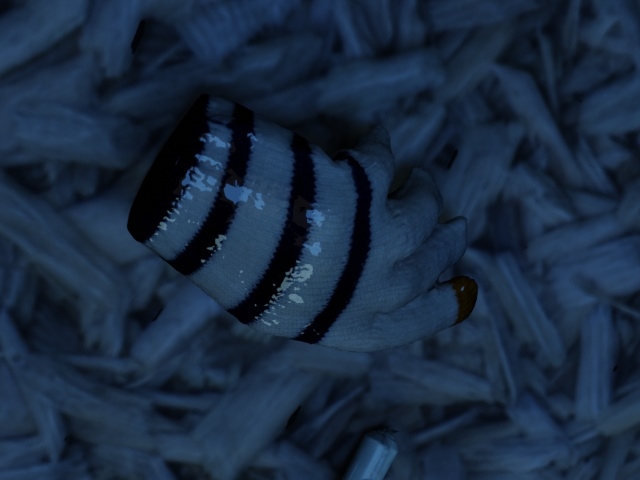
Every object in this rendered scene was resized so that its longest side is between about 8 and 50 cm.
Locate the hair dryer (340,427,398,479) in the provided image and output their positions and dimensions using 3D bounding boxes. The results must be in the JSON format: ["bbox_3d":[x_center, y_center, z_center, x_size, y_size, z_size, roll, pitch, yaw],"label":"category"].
[{"bbox_3d":[0.017,0.186,1.006,0.047,0.082,0.137,32,84,-24],"label":"hair dryer"}]

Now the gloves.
[{"bbox_3d":[0.004,0.002,0.899,0.218,0.131,0.140,27,103,-15],"label":"gloves"}]
